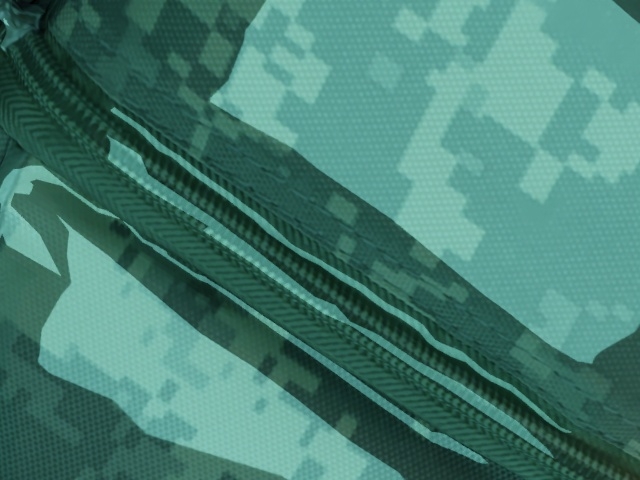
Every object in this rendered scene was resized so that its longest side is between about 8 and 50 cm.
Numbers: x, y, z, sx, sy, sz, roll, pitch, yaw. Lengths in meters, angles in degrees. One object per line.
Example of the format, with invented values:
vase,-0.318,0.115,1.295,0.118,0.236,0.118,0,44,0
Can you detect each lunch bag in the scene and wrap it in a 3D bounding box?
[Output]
lunch bag,0.000,0.000,0.500,0.212,0.305,0.256,31,109,-10
